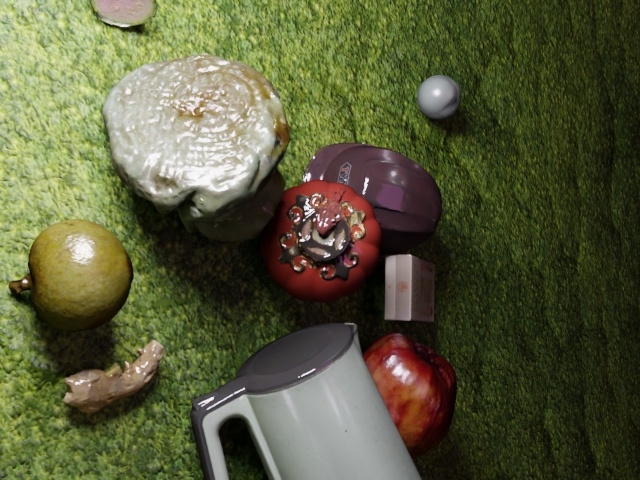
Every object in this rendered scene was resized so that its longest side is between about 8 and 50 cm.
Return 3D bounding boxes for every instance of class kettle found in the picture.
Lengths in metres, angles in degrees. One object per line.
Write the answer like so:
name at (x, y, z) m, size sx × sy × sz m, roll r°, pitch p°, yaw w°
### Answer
kettle at (-0.028, 0.379, 1.334) m, size 0.361 × 0.250 × 0.376 m, roll -26°, pitch 104°, yaw -14°

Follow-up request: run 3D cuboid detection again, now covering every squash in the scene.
squash at (-0.309, -0.421, 1.205) m, size 0.105 × 0.105 × 0.132 m, roll 25°, pitch 51°, yaw -41°

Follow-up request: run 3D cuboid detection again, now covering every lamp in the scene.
lamp at (0.275, -0.332, 1.761) m, size 0.105 × 0.105 × 0.105 m, roll 5°, pitch 83°, yaw -45°
lamp at (0.000, 0.000, 1.376) m, size 0.227 × 0.227 × 0.226 m, roll 5°, pitch 83°, yaw -45°

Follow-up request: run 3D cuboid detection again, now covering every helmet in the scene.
helmet at (0.125, -0.084, 1.540) m, size 0.305 × 0.177 × 0.224 m, roll 20°, pitch 74°, yaw -44°

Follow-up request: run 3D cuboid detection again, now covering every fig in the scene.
fig at (0.171, 0.314, 1.526) m, size 0.224 × 0.224 × 0.262 m, roll -14°, pitch 101°, yaw -45°

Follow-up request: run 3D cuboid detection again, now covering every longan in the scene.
longan at (-0.354, 0.050, 1.076) m, size 0.176 × 0.145 × 0.154 m, roll -2°, pitch 60°, yaw -7°

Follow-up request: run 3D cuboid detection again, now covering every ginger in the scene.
ginger at (-0.314, 0.212, 1.162) m, size 0.173 × 0.051 × 0.069 m, roll -24°, pitch 109°, yaw -49°

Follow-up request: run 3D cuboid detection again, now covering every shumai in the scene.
shumai at (-0.190, -0.121, 1.251) m, size 0.263 × 0.304 × 0.309 m, roll 85°, pitch 28°, yaw -53°

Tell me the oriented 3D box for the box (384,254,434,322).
box at (0.193, 0.107, 1.624) m, size 0.201 × 0.058 × 0.140 m, roll 14°, pitch 76°, yaw -66°
